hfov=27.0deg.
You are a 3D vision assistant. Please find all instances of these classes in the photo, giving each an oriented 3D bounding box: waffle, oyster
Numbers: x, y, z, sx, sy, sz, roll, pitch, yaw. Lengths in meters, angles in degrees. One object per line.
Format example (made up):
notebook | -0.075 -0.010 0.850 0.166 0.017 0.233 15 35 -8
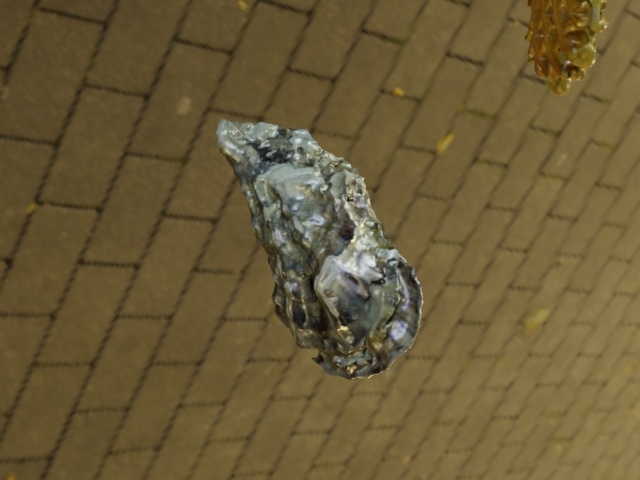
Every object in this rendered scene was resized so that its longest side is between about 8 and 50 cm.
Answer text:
waffle | 0.397 -0.399 2.165 0.068 0.302 0.324 6 99 -10
oyster | 0.002 0.000 1.182 0.087 0.199 0.252 6 77 -46
